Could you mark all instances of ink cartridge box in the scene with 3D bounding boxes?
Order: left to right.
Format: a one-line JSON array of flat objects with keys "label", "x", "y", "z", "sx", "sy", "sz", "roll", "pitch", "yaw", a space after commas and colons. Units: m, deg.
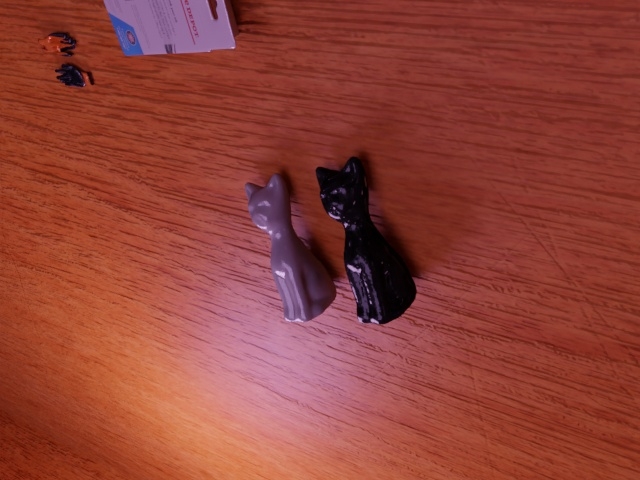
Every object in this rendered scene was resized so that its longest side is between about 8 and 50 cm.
[{"label": "ink cartridge box", "x": -0.163, "y": -0.275, "z": 0.676, "sx": 0.180, "sy": 0.060, "sz": 0.104, "roll": 9, "pitch": 128, "yaw": 30}]

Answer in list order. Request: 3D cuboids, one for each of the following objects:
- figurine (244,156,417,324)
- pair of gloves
[{"label": "figurine", "x": 0.000, "y": 0.000, "z": 0.786, "sx": 0.215, "sy": 0.092, "sz": 0.209, "roll": -5, "pitch": 113, "yaw": 39}, {"label": "pair of gloves", "x": -0.376, "y": -0.266, "z": 0.870, "sx": 0.074, "sy": 0.010, "sz": 0.083, "roll": 7, "pitch": 131, "yaw": 29}]
